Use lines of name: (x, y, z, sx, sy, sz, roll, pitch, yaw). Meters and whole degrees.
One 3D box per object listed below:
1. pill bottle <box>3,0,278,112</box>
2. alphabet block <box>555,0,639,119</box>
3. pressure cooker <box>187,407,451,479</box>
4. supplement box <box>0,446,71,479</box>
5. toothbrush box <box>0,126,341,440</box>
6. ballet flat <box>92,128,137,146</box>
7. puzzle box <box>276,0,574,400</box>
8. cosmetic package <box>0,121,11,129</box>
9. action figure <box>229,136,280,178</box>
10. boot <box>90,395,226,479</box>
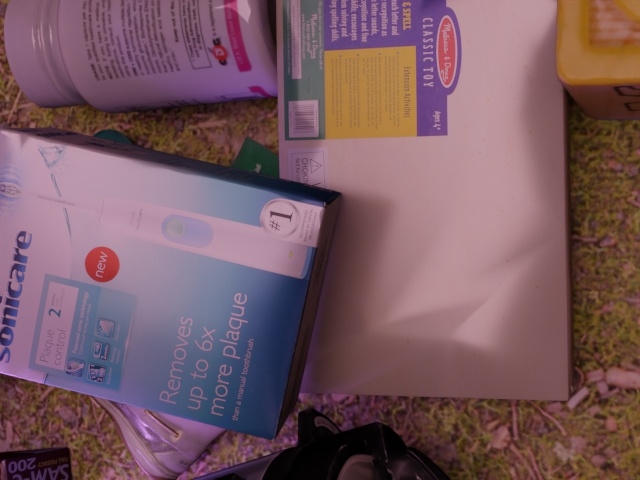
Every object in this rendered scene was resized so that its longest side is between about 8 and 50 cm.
pill bottle: (-0.167, -0.215, 1.217, 0.283, 0.160, 0.160, -4, 86, 19)
alphabet block: (0.312, -0.211, 1.028, 0.193, 0.197, 0.192, -1, 87, 19)
pressure cooker: (-0.035, 0.367, 1.037, 0.420, 0.375, 0.370, -20, 97, 17)
supplement box: (-0.406, 0.272, 1.290, 0.239, 0.130, 0.073, -7, 84, 18)
toothbrush box: (-0.150, 0.031, 1.073, 0.295, 0.126, 0.216, 14, 97, 7)
ballet flat: (-0.196, -0.013, 1.252, 0.091, 0.077, 0.241, -21, 54, -10)
puzzle box: (0.096, -0.059, 1.105, 0.272, 0.052, 0.409, 0, 93, 19)
cosmetic package: (-0.431, 0.062, 1.262, 0.365, 0.155, 0.197, -30, 110, 14)
action figure: (0.000, 0.000, 1.198, 0.232, 0.063, 0.137, 24, 93, 20)
boot: (-0.161, 0.124, 1.241, 0.165, 0.077, 0.213, -38, 81, 14)
